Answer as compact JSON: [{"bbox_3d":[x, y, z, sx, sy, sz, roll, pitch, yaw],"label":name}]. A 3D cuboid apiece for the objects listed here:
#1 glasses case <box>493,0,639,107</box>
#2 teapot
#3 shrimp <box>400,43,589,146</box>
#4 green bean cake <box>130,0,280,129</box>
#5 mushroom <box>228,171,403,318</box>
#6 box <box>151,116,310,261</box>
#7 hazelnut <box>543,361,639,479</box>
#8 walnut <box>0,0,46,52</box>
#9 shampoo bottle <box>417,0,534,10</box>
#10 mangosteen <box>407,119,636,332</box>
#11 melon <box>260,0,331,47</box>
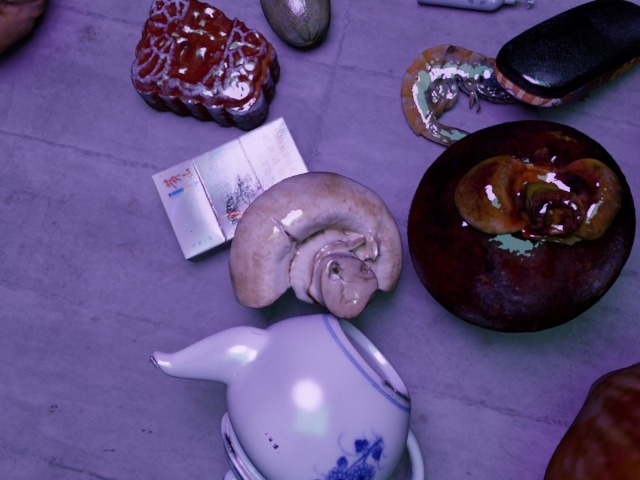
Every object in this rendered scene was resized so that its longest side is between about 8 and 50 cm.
[{"bbox_3d":[0.403,-0.296,0.789,0.321,0.082,0.122,-29,65,-23],"label":"glasses case"},{"bbox_3d":[-0.027,0.247,0.681,0.280,0.252,0.424,-45,105,5],"label":"teapot"},{"bbox_3d":[0.278,-0.223,0.841,0.296,0.058,0.168,14,92,6],"label":"shrimp"},{"bbox_3d":[-0.184,-0.300,0.844,0.233,0.097,0.198,18,82,5],"label":"green bean cake"},{"bbox_3d":[0.000,0.000,0.711,0.254,0.195,0.188,-9,105,-18],"label":"mushroom"},{"bbox_3d":[-0.133,-0.080,0.824,0.233,0.067,0.149,-25,81,-2],"label":"box"},{"bbox_3d":[0.501,0.339,0.598,0.429,0.402,0.402,-42,82,1],"label":"hazelnut"},{"bbox_3d":[-0.605,-0.443,0.793,0.334,0.333,0.332,0,81,2],"label":"walnut"},{"bbox_3d":[0.266,-0.422,0.866,0.195,0.056,0.056,8,82,4],"label":"shampoo bottle"},{"bbox_3d":[0.256,-0.027,0.691,0.297,0.293,0.296,-23,53,34],"label":"mangosteen"},{"bbox_3d":[-0.043,-0.404,0.847,0.114,0.114,0.167,-20,80,-1],"label":"melon"}]
